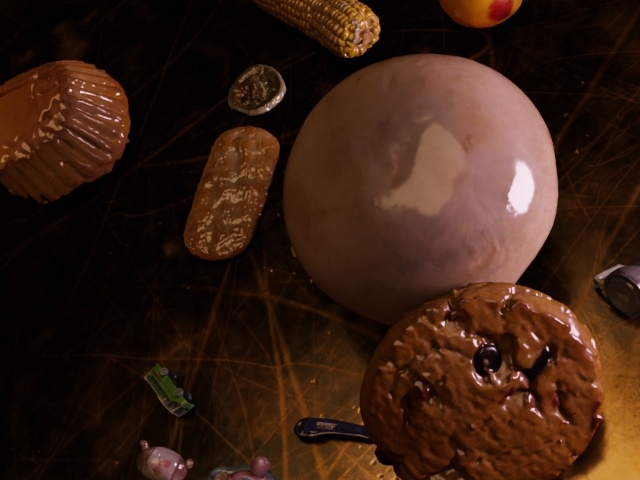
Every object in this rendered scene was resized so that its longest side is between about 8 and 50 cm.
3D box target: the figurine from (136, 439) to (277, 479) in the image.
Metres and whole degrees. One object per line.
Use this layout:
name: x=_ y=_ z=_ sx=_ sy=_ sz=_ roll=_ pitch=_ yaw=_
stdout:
figurine: x=-0.171 y=0.344 z=1.203 sx=0.260 sy=0.103 sz=0.205 roll=-23 pitch=82 yaw=9

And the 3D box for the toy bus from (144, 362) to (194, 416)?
toy bus: x=-0.216 y=0.214 z=1.346 sx=0.037 sy=0.031 sz=0.083 roll=-44 pitch=57 yaw=-1

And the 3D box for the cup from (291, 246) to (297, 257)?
cup: x=-0.001 y=0.005 z=1.363 sx=0.102 sy=0.074 sz=0.099 roll=0 pitch=55 yaw=-14

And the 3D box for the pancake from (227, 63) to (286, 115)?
pancake: x=-0.107 y=-0.254 z=1.590 sx=0.108 sy=0.017 sz=0.108 roll=-10 pitch=60 yaw=17

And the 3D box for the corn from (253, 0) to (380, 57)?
corn: x=-0.019 y=-0.393 z=1.598 sx=0.291 sy=0.101 sz=0.101 roll=33 pitch=75 yaw=34

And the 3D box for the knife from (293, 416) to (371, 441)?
knife: x=0.023 y=0.255 z=1.250 sx=0.121 sy=0.018 sz=0.031 roll=2 pitch=55 yaw=19

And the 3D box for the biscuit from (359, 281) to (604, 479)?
biscuit: x=0.191 y=0.186 z=1.106 sx=0.295 sy=0.296 sz=0.075 roll=-21 pitch=16 yaw=5

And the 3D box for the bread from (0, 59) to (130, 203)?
bread: x=-0.460 y=-0.198 z=1.599 sx=0.274 sy=0.149 sz=0.274 roll=-7 pitch=66 yaw=16

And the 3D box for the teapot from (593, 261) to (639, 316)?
teapot: x=0.401 y=0.056 z=1.222 sx=0.057 sy=0.066 sz=0.088 roll=-31 pitch=31 yaw=-24

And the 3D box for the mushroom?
mushroom: x=0.133 y=-0.059 z=1.241 sx=0.362 sy=0.294 sz=0.362 roll=-6 pitch=74 yaw=20

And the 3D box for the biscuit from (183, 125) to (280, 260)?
biscuit: x=-0.141 y=-0.079 z=1.492 sx=0.118 sy=0.029 sz=0.247 roll=5 pitch=63 yaw=20

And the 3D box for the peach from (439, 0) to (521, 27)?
peach: x=0.251 y=-0.400 z=1.486 sx=0.138 sy=0.138 sz=0.138 roll=-8 pitch=59 yaw=14
